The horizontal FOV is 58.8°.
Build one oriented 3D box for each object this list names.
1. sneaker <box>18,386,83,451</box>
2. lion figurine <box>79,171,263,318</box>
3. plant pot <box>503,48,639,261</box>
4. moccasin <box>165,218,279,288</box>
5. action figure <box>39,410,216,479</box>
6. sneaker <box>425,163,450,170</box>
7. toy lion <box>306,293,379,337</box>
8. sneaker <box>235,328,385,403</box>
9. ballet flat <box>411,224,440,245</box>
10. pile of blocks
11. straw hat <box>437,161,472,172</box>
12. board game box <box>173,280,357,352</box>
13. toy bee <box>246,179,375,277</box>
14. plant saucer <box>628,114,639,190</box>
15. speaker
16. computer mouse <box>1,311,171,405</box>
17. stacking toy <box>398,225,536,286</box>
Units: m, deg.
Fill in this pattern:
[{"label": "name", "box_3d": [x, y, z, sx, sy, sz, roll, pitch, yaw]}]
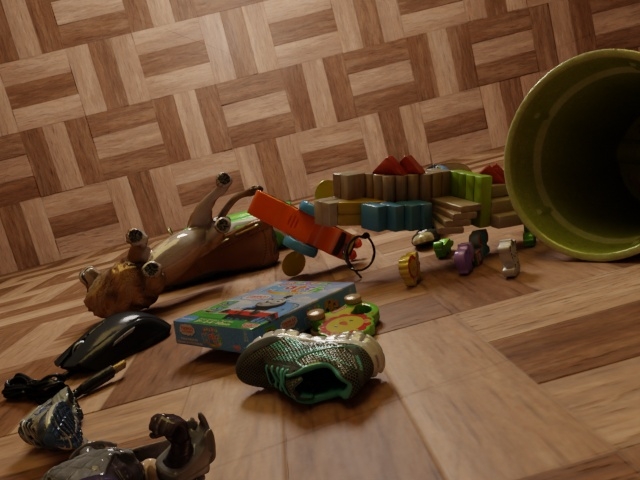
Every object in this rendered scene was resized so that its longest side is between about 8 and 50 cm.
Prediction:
[{"label": "sneaker", "box_3d": [-0.290, 0.202, 0.606, 0.058, 0.052, 0.135, -28, 6, -18]}, {"label": "lion figurine", "box_3d": [-0.298, 0.022, 1.168, 0.392, 0.142, 0.240, -30, -12, -29]}, {"label": "plant pot", "box_3d": [0.459, -0.121, 0.823, 0.254, 0.275, 0.276, -7, 4, -36]}, {"label": "moccasin", "box_3d": [-0.291, 0.023, 1.334, 0.380, 0.146, 0.139, -12, 9, 13]}, {"label": "action figure", "box_3d": [-0.149, 0.178, 0.361, 0.185, 0.099, 0.285, -27, 9, -17]}, {"label": "sneaker", "box_3d": [0.302, -0.158, 1.624, 0.082, 0.069, 0.209, 18, -17, -24]}, {"label": "toy lion", "box_3d": [0.037, 0.105, 0.727, 0.100, 0.034, 0.096, -20, 18, -32]}, {"label": "sneaker", "box_3d": [-0.023, 0.130, 0.571, 0.167, 0.064, 0.076, -11, 13, 27]}, {"label": "ballet flat", "box_3d": [0.214, -0.023, 1.149, 0.058, 0.049, 0.173, -12, 10, 21]}, {"label": "pile of blocks", "box_3d": [0.169, -0.082, 0.930, 0.363, 0.112, 0.149, -2, 16, 1]}, {"label": "straw hat", "box_3d": [0.385, -0.167, 1.706, 0.145, 0.144, 0.061, -11, 52, 19]}, {"label": "board game box", "box_3d": [-0.073, 0.102, 0.806, 0.160, 0.039, 0.212, -2, 10, 40]}, {"label": "toy bee", "box_3d": [0.000, 0.000, 1.115, 0.195, 0.298, 0.162, -46, -30, 14]}, {"label": "plant saucer", "box_3d": [0.566, -0.176, 0.975, 0.278, 0.277, 0.041, -9, 41, 27]}, {"label": "speaker", "box_3d": [-0.211, -0.017, 1.529, 0.297, 0.131, 0.131, -14, 9, 1]}, {"label": "computer mouse", "box_3d": [-0.323, 0.159, 0.846, 0.184, 0.060, 0.262, -6, 13, 45]}, {"label": "stacking toy", "box_3d": [0.240, 0.012, 0.900, 0.167, 0.052, 0.221, -8, 10, 32]}]
